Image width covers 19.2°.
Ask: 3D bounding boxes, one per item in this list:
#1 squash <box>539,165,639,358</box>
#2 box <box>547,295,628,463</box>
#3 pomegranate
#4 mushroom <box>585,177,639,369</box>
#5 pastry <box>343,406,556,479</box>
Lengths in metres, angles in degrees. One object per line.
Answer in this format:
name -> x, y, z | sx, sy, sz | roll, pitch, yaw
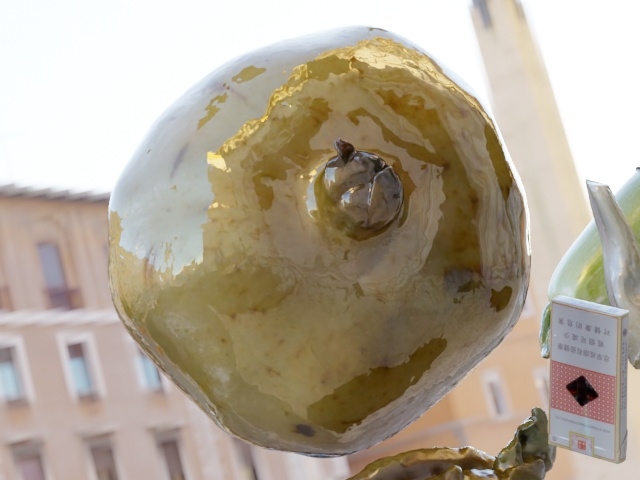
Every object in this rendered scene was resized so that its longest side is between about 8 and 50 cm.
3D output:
squash -> 0.318, 0.017, 2.064 | 0.287, 0.137, 0.137 | -34, -4, -20
box -> 0.142, 0.073, 1.002 | 0.046, 0.083, 0.012 | 13, 22, 40
pomegranate -> 0.000, 0.000, 1.431 | 0.343, 0.342, 0.342 | -14, -11, -3
mushroom -> 0.307, 0.028, 1.906 | 0.054, 0.202, 0.059 | -15, -12, -6
pastry -> 0.087, 0.265, 1.359 | 0.235, 0.132, 0.240 | -18, -46, -12
